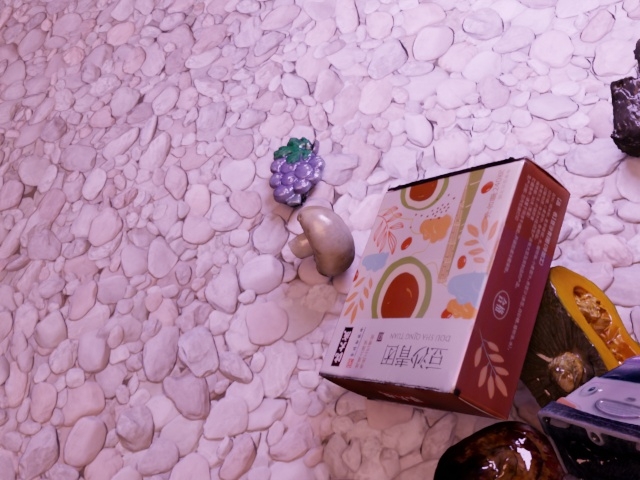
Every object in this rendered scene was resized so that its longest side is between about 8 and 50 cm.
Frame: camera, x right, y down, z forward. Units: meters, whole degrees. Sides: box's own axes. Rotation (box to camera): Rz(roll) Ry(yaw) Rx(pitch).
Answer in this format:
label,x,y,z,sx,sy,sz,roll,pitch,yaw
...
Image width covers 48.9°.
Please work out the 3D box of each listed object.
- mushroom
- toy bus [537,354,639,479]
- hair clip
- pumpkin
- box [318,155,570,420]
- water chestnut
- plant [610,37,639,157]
label,x,y,z,sx,sy,sz,roll,pitch,yaw
mushroom,0.000,0.000,1.363,0.122,0.154,0.154,-21,59,3
toy bus,0.466,0.349,0.832,0.249,0.209,0.440,-30,100,-21
hair clip,-0.048,-0.150,1.525,0.124,0.052,0.195,-5,54,7
pumpkin,0.398,0.193,1.066,0.139,0.222,0.317,-52,53,39
box,0.196,0.078,1.170,0.344,0.122,0.385,-10,55,58
water chestnut,0.276,0.388,1.043,0.223,0.238,0.224,-15,21,6
plant,0.602,-0.260,1.279,0.131,0.142,0.203,7,71,40
